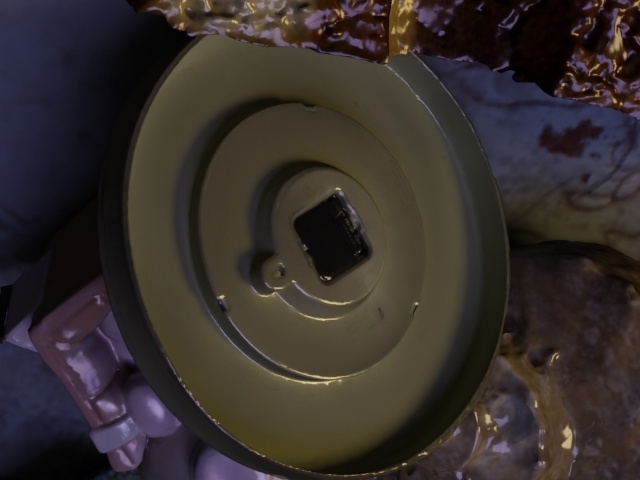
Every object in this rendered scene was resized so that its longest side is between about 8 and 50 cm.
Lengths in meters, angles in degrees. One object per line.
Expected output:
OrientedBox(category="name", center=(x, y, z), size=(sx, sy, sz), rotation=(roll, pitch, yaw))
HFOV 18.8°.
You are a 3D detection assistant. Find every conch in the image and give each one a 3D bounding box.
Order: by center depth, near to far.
OrientedBox(category="conch", center=(0.148, 0.165, 1.115), size=(0.352, 0.210, 0.297), rotation=(30, 116, -36))

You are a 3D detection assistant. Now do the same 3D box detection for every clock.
OrientedBox(category="clock", center=(0.000, 0.000, 0.934), size=(0.235, 0.235, 0.029), rotation=(19, 160, -32))

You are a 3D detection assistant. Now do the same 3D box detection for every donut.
OrientedBox(category="donut", center=(0.060, -0.136, 0.885), size=(0.295, 0.151, 0.112), rotation=(13, 110, -18))

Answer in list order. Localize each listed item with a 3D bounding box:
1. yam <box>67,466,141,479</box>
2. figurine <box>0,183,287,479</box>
OrientedBox(category="yam", center=(-0.191, 0.283, 1.088), size=(0.271, 0.201, 0.202), rotation=(-31, 94, 23))
OrientedBox(category="figurine", center=(-0.050, 0.073, 1.002), size=(0.141, 0.162, 0.236), rotation=(-33, 113, 13))
